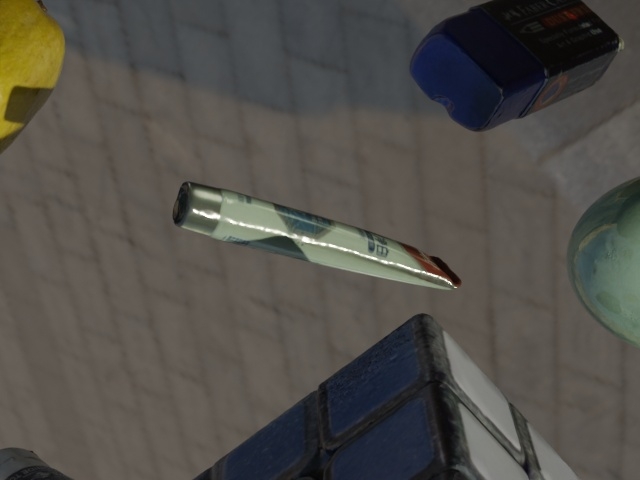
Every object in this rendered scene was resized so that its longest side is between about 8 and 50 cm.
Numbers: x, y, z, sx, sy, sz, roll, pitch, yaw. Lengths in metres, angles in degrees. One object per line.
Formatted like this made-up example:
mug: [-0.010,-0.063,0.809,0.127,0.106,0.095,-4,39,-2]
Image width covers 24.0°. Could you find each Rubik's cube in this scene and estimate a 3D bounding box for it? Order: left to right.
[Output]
Rubik's cube: [0.057,0.287,0.978,0.305,0.301,0.303,-36,110,15]

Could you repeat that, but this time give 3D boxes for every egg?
egg: [0.540,0.034,2.110,0.389,0.276,0.276,4,137,-2]

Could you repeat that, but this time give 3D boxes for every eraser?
eraser: [0.264,-0.252,2.013,0.155,0.332,0.101,46,130,17]

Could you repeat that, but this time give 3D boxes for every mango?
mango: [-0.386,-0.122,1.432,0.195,0.332,0.142,30,152,57]

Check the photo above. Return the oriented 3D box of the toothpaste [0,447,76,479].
toothpaste: [-0.120,0.148,0.720,0.045,0.071,0.193,42,166,-29]

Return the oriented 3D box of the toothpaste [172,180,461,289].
toothpaste: [0.000,0.000,1.183,0.039,0.239,0.062,-68,24,16]
